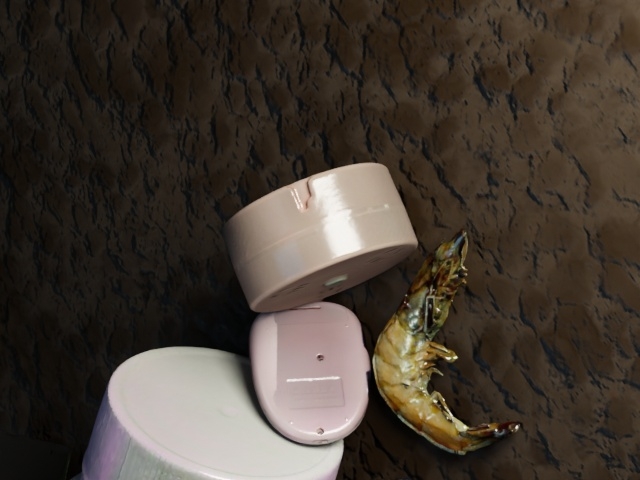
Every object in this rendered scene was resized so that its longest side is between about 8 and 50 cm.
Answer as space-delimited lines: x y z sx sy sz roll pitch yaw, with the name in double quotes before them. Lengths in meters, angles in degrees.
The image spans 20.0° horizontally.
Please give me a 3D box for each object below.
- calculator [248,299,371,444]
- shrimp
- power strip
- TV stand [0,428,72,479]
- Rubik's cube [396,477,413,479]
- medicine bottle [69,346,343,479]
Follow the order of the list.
"calculator" -0.009 0.101 1.554 0.024 0.103 0.166 96 168 -53
"shrimp" 0.116 0.094 1.492 0.148 0.035 0.195 47 132 28
"power strip" 0.000 0.000 1.502 0.154 0.154 0.078 -32 75 40
"TV stand" -0.311 0.285 1.757 0.088 0.269 0.083 12 111 -2
"Rubik's cube" 0.067 0.393 1.428 0.293 0.287 0.292 20 112 38
"medicine bottle" -0.123 0.282 1.594 0.256 0.256 0.325 34 120 32
